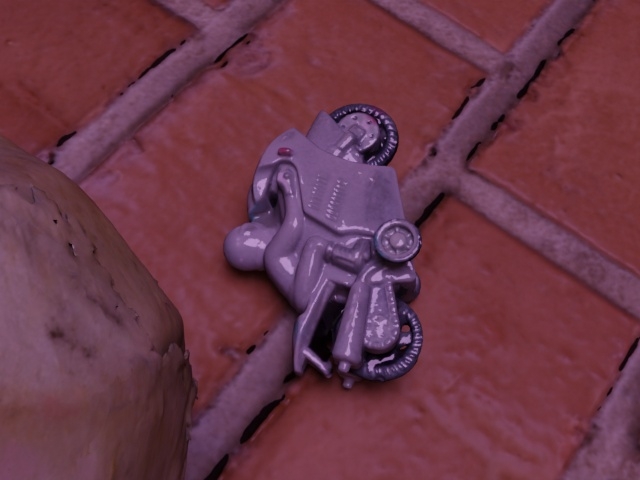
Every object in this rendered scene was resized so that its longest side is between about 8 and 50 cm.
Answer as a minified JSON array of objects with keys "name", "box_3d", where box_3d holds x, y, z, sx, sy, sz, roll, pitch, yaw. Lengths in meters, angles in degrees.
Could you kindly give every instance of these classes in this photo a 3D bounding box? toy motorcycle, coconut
[{"name":"toy motorcycle","box_3d":[0.000,0.000,0.792,0.170,0.110,0.260,-7,67,4]},{"name":"coconut","box_3d":[-0.249,0.094,0.560,0.352,0.353,0.353,4,59,-7]}]
